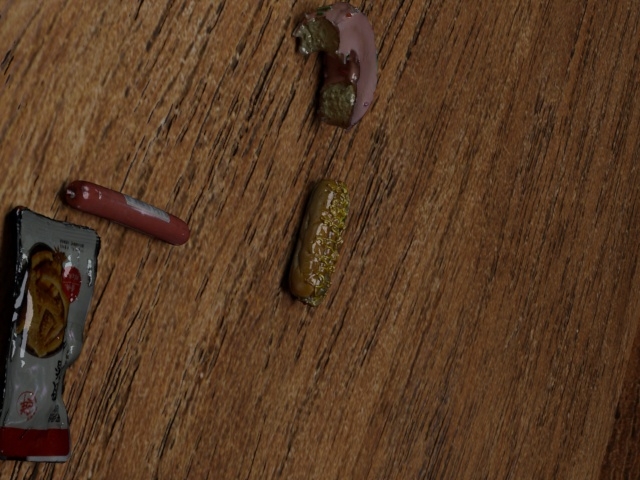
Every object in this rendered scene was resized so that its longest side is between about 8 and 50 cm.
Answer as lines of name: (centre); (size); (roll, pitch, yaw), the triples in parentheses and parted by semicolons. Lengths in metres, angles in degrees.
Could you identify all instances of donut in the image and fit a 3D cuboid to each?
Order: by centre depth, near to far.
donut: (0.025, -0.227, 2.442); (0.117, 0.065, 0.166); (-51, 140, -48)

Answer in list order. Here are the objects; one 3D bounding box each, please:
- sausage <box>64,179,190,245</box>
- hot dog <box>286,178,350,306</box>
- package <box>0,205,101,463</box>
sausage: (-0.195, -0.027, 2.048); (0.253, 0.034, 0.034); (25, 72, -63)
hot dog: (0.000, 0.000, 2.455); (0.071, 0.045, 0.165); (47, 54, -56)
package: (-0.267, 0.095, 1.918); (0.154, 0.030, 0.239); (21, 75, -66)
